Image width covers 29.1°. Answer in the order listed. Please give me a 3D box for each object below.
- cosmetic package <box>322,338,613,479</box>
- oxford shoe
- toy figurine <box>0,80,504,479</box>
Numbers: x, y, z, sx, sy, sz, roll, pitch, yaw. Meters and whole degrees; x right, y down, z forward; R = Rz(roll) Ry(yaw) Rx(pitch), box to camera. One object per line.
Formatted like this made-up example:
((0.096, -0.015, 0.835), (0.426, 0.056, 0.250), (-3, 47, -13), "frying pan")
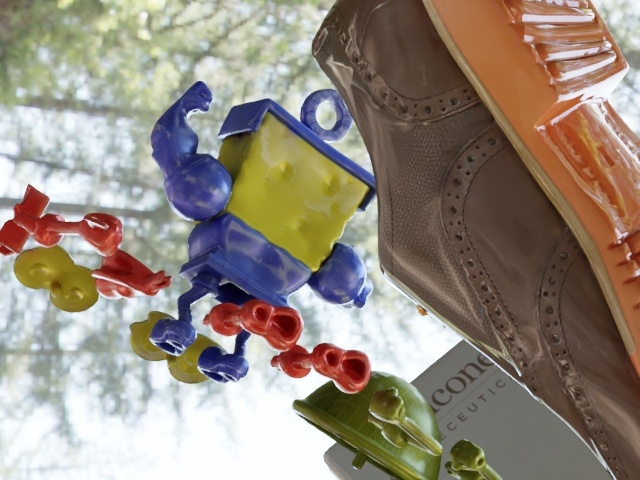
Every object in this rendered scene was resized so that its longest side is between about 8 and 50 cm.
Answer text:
((0.273, 0.288, 1.086), (0.393, 0.329, 0.327), (36, -24, 44), "cosmetic package")
((0.115, 0.020, 0.592), (0.132, 0.130, 0.364), (-32, -102, 36), "oxford shoe")
((0.000, 0.000, 0.816), (0.191, 0.362, 0.217), (-17, -136, 59), "toy figurine")
